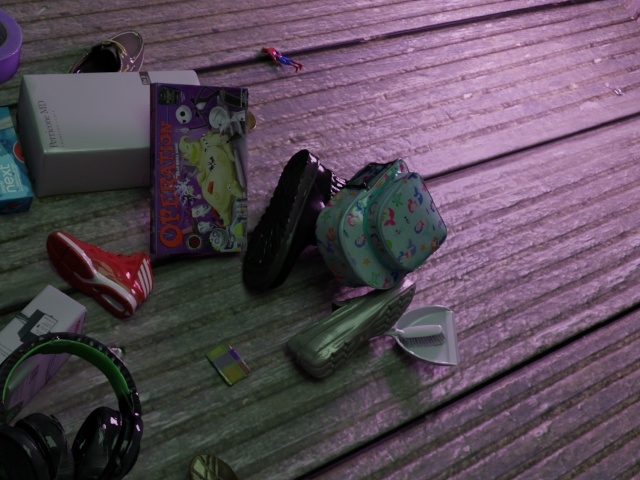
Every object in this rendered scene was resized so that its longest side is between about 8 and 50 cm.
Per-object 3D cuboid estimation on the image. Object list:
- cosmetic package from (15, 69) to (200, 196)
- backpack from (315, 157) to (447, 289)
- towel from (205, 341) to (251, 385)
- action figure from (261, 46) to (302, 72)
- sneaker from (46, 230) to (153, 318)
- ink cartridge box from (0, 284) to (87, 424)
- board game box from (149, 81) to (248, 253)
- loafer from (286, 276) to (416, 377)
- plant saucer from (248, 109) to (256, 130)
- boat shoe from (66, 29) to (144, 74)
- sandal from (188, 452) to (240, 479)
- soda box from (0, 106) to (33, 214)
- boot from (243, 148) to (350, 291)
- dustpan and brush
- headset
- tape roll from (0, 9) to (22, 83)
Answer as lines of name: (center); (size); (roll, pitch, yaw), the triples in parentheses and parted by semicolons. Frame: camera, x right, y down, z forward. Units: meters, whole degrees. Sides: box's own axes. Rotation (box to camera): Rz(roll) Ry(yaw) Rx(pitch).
cosmetic package: (-0.432, -0.234, 1.962); (0.385, 0.156, 0.217); (-8, 61, -31)
backpack: (0.123, -0.022, 1.904); (0.253, 0.191, 0.225); (-40, 115, -26)
towel: (-0.180, 0.243, 1.806); (0.060, 0.009, 0.083); (-29, 70, -37)
action figure: (-0.104, -0.471, 2.386); (0.115, 0.030, 0.038); (33, 42, 9)
sneaker: (-0.425, 0.046, 1.812); (0.221, 0.087, 0.128); (45, 40, -3)
ink cartridge box: (-0.508, 0.199, 1.593); (0.087, 0.153, 0.208); (33, 47, 4)
board game box: (-0.251, -0.147, 1.910); (0.208, 0.056, 0.347); (-2, 95, -25)
loafer: (0.070, 0.158, 1.907); (0.319, 0.112, 0.111); (-32, 55, -31)
plant saucer: (-0.196, -0.288, 2.209); (0.083, 0.015, 0.083); (13, 50, -16)
boat shoe: (-0.489, -0.402, 2.110); (0.109, 0.091, 0.305); (30, 48, -1)
sandal: (-0.163, 0.447, 1.635); (0.180, 0.049, 0.072); (36, 52, -15)
soda box: (-0.640, -0.161, 1.845); (0.071, 0.067, 0.210); (-11, 71, -31)
boot: (0.003, -0.001, 2.005); (0.260, 0.131, 0.348); (35, 68, -28)
dustpan and brush: (0.186, 0.201, 1.972); (0.211, 0.060, 0.147); (-5, 52, 6)
headset: (-0.375, 0.325, 1.422); (0.243, 0.185, 0.394); (2, 65, -38)
tape roll: (-0.756, -0.431, 2.017); (0.189, 0.080, 0.189); (12, 50, -15)
